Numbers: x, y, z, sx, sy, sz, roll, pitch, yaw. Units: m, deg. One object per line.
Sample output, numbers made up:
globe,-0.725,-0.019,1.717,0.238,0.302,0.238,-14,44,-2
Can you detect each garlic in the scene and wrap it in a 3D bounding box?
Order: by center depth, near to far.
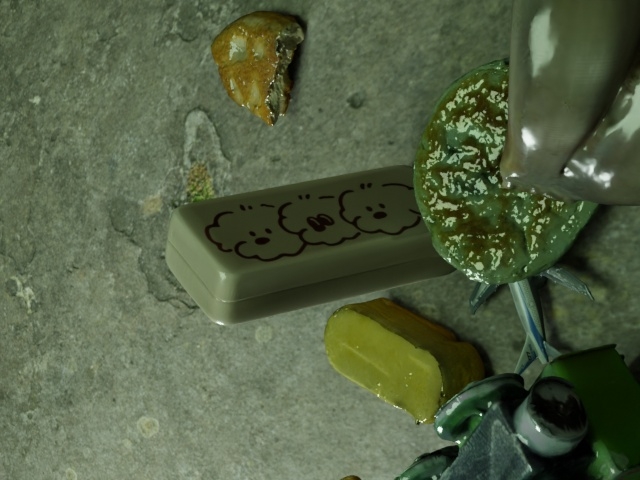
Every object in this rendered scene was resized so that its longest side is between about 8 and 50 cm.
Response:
garlic,0.285,-0.199,1.353,0.246,0.231,0.340,1,-82,-81

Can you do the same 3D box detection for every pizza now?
pizza,-0.074,-0.231,1.993,0.182,0.062,0.161,-20,77,53

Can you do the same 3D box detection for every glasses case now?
glasses case,0.000,0.000,1.678,0.144,0.336,0.076,45,136,40

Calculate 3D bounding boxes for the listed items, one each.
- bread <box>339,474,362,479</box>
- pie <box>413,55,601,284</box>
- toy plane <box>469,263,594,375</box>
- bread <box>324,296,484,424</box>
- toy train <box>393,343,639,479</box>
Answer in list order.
bread,0.005,0.349,1.682,0.116,0.077,0.200,64,146,15
pie,0.195,-0.075,1.551,0.240,0.054,0.240,-4,83,37
toy plane,0.215,0.034,1.613,0.226,0.058,0.226,-14,85,62
bread,0.104,0.143,1.800,0.245,0.094,0.102,25,112,52
toy train,0.219,0.245,1.493,0.173,0.249,0.307,61,144,30
